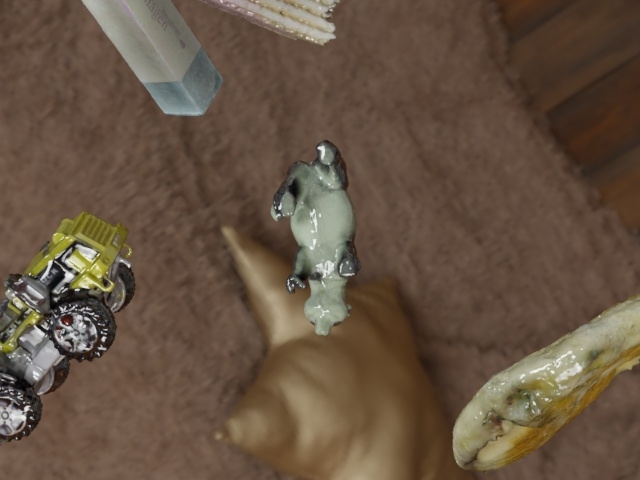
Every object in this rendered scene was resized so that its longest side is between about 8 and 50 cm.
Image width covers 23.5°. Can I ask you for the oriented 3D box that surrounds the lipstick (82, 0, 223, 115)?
[{"bbox_3d":[-0.226,-0.278,1.835,0.317,0.068,0.066,56,51,-41],"label":"lipstick"}]

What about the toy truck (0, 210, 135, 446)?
[{"bbox_3d":[-0.275,0.098,1.458,0.111,0.286,0.136,38,20,-9],"label":"toy truck"}]

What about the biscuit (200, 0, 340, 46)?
[{"bbox_3d":[-0.096,-0.272,1.615,0.239,0.108,0.062,20,93,-24],"label":"biscuit"}]

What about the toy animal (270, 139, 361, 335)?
[{"bbox_3d":[0.000,0.000,1.840,0.121,0.094,0.225,37,42,-80],"label":"toy animal"}]

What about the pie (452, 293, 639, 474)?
[{"bbox_3d":[0.280,0.150,1.718,0.339,0.339,0.077,-13,62,-52],"label":"pie"}]
